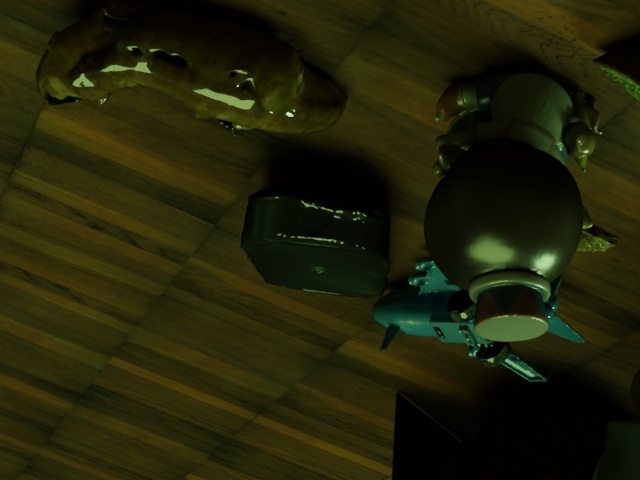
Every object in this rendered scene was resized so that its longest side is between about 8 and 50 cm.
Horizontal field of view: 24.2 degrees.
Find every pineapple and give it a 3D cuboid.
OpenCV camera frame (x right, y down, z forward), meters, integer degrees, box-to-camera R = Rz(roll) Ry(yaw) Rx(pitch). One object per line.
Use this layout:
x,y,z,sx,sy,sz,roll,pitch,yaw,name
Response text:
0.279,-0.006,1.630,0.083,0.019,0.045,25,148,-21,pineapple

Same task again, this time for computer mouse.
0.001,-0.005,1.722,0.168,0.087,0.295,7,164,4,computer mouse

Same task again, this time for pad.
0.176,0.343,2.161,0.004,0.164,0.243,-22,135,31,pad

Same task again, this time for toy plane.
0.171,0.086,1.773,0.271,0.105,0.254,-10,128,34,toy plane

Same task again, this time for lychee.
0.299,0.425,1.970,0.499,0.425,0.425,3,149,14,lychee

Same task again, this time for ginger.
-0.130,-0.168,1.477,0.309,0.107,0.133,10,137,6,ginger

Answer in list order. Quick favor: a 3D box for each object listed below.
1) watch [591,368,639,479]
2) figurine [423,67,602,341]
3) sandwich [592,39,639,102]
0.454,0.300,1.602,0.335,0.314,0.327,15,174,1,watch
0.169,-0.035,1.380,0.161,0.276,0.158,23,135,-7,figurine
0.356,-0.140,1.276,0.258,0.096,0.094,-12,135,39,sandwich
